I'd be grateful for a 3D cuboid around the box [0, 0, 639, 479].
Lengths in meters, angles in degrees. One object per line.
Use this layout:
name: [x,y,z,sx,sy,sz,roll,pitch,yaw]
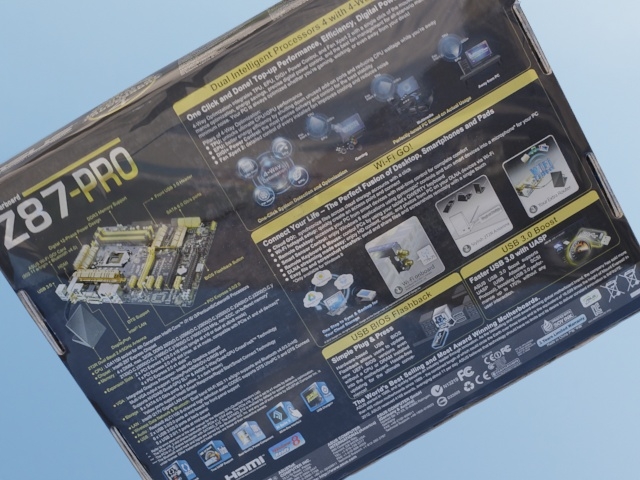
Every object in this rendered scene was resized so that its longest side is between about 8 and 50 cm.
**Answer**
box: [0.000,0.000,0.907,0.395,0.318,0.097,-31,-161,2]
